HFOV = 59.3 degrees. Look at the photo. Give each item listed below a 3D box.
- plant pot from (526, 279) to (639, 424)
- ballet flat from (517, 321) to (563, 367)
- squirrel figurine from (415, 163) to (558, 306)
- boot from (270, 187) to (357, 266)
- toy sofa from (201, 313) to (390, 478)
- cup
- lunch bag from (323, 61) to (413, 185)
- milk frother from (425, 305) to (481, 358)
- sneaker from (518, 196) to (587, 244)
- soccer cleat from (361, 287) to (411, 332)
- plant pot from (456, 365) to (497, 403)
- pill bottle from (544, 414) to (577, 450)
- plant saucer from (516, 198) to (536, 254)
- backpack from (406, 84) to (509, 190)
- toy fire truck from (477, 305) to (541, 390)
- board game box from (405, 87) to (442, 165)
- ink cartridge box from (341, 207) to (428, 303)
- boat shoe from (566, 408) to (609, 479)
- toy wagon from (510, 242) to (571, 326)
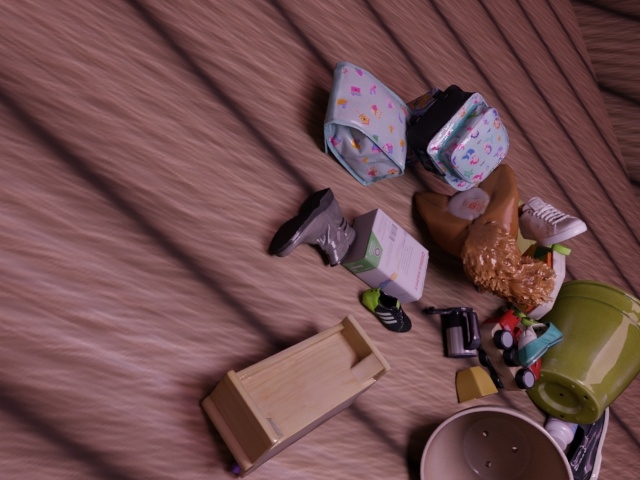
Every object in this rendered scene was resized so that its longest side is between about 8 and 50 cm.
[{"bbox_3d":[0.835,0.379,1.796,0.353,0.367,0.366,-45,107,-32],"label":"plant pot"},{"bbox_3d":[0.613,0.291,1.611,0.247,0.083,0.087,-14,60,-47],"label":"ballet flat"},{"bbox_3d":[0.494,0.044,1.618,0.370,0.281,0.396,55,17,-40],"label":"squirrel figurine"},{"bbox_3d":[0.000,0.000,1.300,0.161,0.083,0.246,58,46,-19],"label":"boot"},{"bbox_3d":[-0.047,0.298,1.113,0.363,0.177,0.150,-18,63,-46],"label":"toy sofa"},{"bbox_3d":[0.425,0.544,1.370,0.237,0.331,0.330,4,69,-72],"label":"cup"},{"bbox_3d":[0.106,-0.307,1.459,0.262,0.160,0.223,35,54,-37],"label":"lunch bag"},{"bbox_3d":[0.360,0.251,1.550,0.143,0.129,0.134,-1,70,1],"label":"milk frother"},{"bbox_3d":[0.643,-0.061,1.618,0.106,0.290,0.123,-26,97,-7],"label":"sneaker"},{"bbox_3d":[0.179,0.177,1.405,0.179,0.072,0.060,39,52,-27],"label":"soccer cleat"},{"bbox_3d":[0.424,0.396,1.558,0.082,0.081,0.083,4,60,-43],"label":"plant pot"},{"bbox_3d":[0.776,0.598,1.810,0.160,0.087,0.087,-40,103,-44],"label":"pill bottle"},{"bbox_3d":[0.706,-0.042,2.020,0.241,0.037,0.240,17,64,-38],"label":"plant saucer"},{"bbox_3d":[0.380,-0.257,1.502,0.225,0.191,0.253,-49,139,-1],"label":"backpack"},{"bbox_3d":[0.581,0.305,1.712,0.246,0.158,0.217,-37,101,-34],"label":"toy fire truck"},{"bbox_3d":[0.310,-0.339,1.680,0.035,0.136,0.201,19,62,-39],"label":"board game box"},{"bbox_3d":[0.170,0.045,1.433,0.212,0.093,0.154,36,53,-27],"label":"ink cartridge box"},{"bbox_3d":[0.871,0.646,1.871,0.113,0.127,0.340,21,58,13],"label":"boat shoe"},{"bbox_3d":[0.684,0.123,1.810,0.068,0.344,0.267,19,99,-2],"label":"toy wagon"}]
